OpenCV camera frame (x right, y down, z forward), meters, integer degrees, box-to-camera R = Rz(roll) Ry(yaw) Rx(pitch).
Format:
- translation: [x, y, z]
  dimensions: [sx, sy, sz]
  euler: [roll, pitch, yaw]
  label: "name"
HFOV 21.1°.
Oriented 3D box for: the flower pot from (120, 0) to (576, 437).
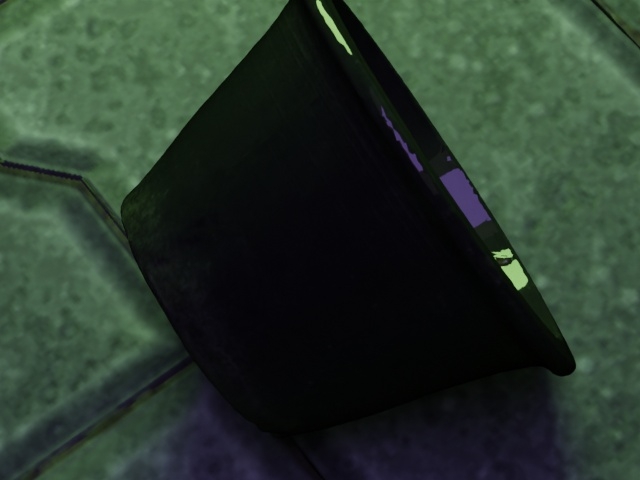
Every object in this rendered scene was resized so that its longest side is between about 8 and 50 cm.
- translation: [0.000, 0.000, 0.828]
  dimensions: [0.148, 0.235, 0.235]
  euler: [-33, 67, 7]
  label: "flower pot"
